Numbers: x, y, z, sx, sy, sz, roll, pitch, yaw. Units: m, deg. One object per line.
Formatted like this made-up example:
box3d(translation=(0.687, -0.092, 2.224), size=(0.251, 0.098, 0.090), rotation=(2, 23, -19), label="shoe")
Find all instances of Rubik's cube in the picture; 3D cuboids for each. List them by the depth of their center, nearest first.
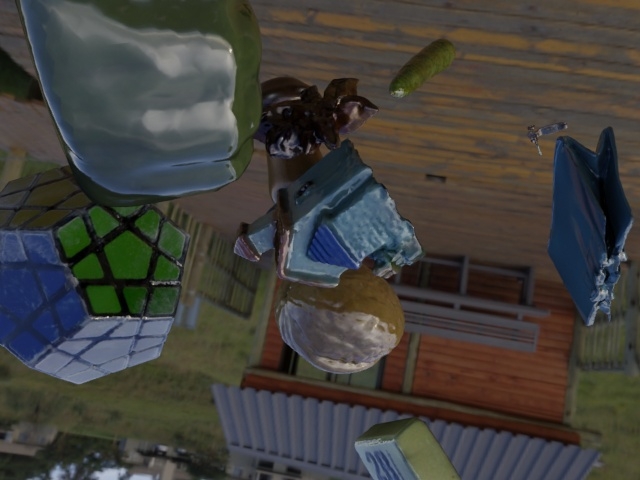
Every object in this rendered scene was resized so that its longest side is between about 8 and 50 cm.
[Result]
box3d(translation=(-0.334, 0.043, 0.882), size=(0.319, 0.318, 0.264), rotation=(8, -169, 16), label="Rubik's cube")

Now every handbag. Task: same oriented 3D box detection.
box3d(translation=(0.314, -0.009, 0.721), size=(0.057, 0.144, 0.221), rotation=(-9, 143, 9), label="handbag")

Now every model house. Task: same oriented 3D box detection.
box3d(translation=(0.000, 0.000, 1.198), size=(0.251, 0.329, 0.295), rotation=(56, -173, -25), label="model house")

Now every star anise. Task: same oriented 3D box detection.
box3d(translation=(-0.008, -0.144, 0.737), size=(0.168, 0.167, 0.057), rotation=(5, 130, 25), label="star anise")

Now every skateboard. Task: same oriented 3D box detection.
box3d(translation=(0.369, -0.169, 1.001), size=(0.064, 0.032, 0.083), rotation=(-12, -159, 25), label="skateboard")

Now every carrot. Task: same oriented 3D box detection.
box3d(translation=(0.230, -0.391, 1.417), size=(0.074, 0.358, 0.074), rotation=(16, 126, 23), label="carrot")

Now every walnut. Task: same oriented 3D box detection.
box3d(translation=(0.052, 0.185, 1.550), size=(0.333, 0.332, 0.333), rotation=(11, 167, 2), label="walnut")

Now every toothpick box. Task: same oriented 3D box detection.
box3d(translation=(-0.071, -0.229, 1.439), size=(0.192, 0.294, 0.192), rotation=(-15, 179, 0), label="toothpick box")

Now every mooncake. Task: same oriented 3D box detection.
box3d(translation=(-0.177, -0.213, 0.604), size=(0.194, 0.356, 0.356), rotation=(-14, 173, -15), label="mooncake")

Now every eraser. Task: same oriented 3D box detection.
box3d(translation=(0.121, 0.322, 0.890), size=(0.058, 0.117, 0.172), rotation=(-28, 171, -24), label="eraser")
